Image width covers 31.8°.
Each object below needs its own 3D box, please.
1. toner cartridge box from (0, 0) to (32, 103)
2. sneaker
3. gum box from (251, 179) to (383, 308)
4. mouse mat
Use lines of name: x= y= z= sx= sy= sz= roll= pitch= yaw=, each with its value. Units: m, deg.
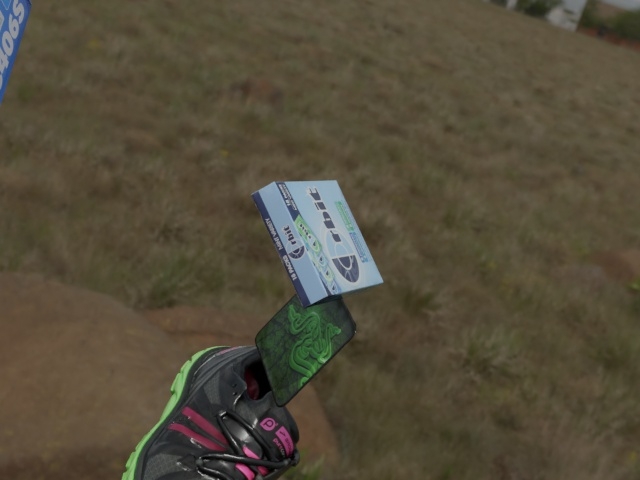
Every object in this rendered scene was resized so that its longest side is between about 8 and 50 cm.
toner cartridge box: x=-0.414 y=-0.147 z=0.853 sx=0.348 sy=0.165 sz=0.075 roll=4 pitch=-27 yaw=8
sneaker: x=-0.139 y=0.304 z=1.605 sx=0.185 sy=0.202 sz=0.482 roll=55 pitch=28 yaw=-29
gum box: x=0.000 y=0.000 z=1.441 sx=0.184 sy=0.041 sz=0.156 roll=-7 pitch=71 yaw=-64
mouse mat: x=-0.024 y=0.128 z=1.530 sx=0.007 sy=0.152 sz=0.189 roll=39 pitch=11 yaw=-28
